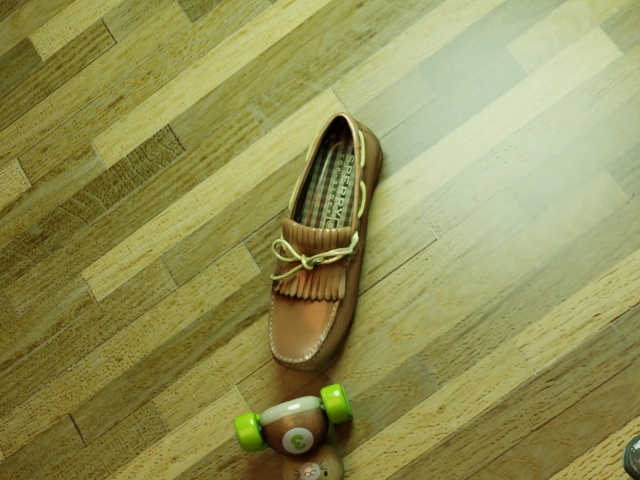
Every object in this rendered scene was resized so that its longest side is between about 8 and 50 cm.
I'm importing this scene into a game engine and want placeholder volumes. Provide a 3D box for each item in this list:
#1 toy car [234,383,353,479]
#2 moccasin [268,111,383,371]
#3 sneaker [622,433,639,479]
[{"bbox_3d":[-0.014,0.313,1.750,0.155,0.149,0.188,-19,80,2],"label":"toy car"},{"bbox_3d":[0.003,0.001,1.826,0.139,0.147,0.380,15,79,22],"label":"moccasin"},{"bbox_3d":[0.516,0.268,1.595,0.267,0.106,0.101,-5,74,19],"label":"sneaker"}]
